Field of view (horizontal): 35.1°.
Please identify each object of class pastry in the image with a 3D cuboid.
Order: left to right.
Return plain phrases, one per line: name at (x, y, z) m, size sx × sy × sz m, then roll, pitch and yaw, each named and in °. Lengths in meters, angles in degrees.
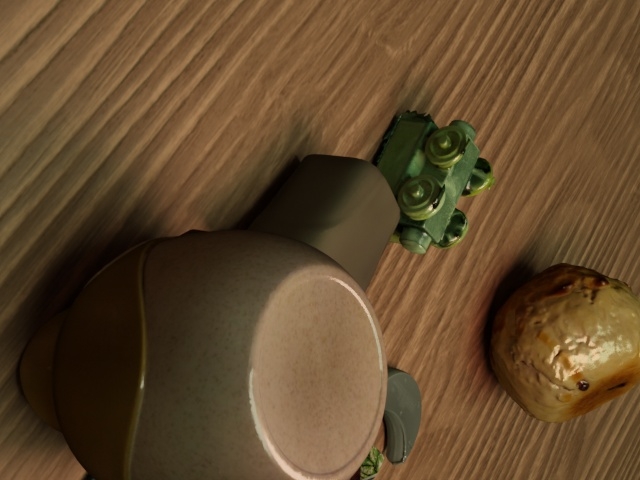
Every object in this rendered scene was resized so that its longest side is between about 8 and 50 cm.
pastry at (0.568, 0.225, 2.334) m, size 0.388 × 0.312 × 0.388 m, roll -18°, pitch 146°, yaw -13°

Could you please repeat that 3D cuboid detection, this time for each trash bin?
trash bin at (0.000, 0.000, 1.694) m, size 0.250 × 0.219 × 0.220 m, roll -57°, pitch 140°, yaw -29°

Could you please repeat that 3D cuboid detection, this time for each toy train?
toy train at (0.197, -0.107, 1.903) m, size 0.159 × 0.188 × 0.271 m, roll 44°, pitch 66°, yaw -47°

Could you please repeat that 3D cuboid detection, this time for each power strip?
power strip at (0.136, 0.341, 2.071) m, size 0.167 × 0.054 × 0.253 m, roll -62°, pitch 139°, yaw -25°

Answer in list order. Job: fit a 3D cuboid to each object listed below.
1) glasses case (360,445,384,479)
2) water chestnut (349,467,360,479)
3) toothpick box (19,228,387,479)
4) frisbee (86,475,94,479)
glasses case at (0.031, 0.393, 1.967) m, size 0.095 × 0.062 × 0.272 m, roll -58°, pitch 137°, yaw -19°
water chestnut at (-0.042, 0.417, 1.709) m, size 0.300 × 0.300 × 0.300 m, roll -19°, pitch 115°, yaw -45°
toothpick box at (-0.158, 0.180, 1.407) m, size 0.409 × 0.425 × 0.409 m, roll 11°, pitch 76°, yaw -51°
frisbee at (-0.283, 0.453, 1.634) m, size 0.289 × 0.049 × 0.289 m, roll -19°, pitch 116°, yaw -45°
